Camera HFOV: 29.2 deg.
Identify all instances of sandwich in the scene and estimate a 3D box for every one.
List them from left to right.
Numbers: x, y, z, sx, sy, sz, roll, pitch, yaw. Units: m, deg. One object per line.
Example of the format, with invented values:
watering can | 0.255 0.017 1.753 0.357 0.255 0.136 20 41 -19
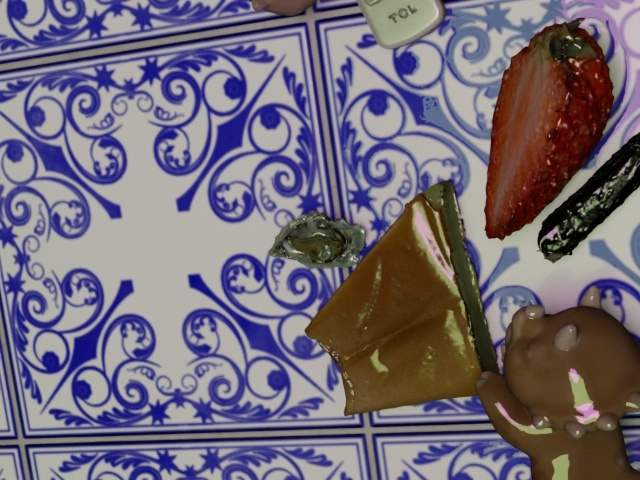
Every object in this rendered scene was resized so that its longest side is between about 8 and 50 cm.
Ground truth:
sandwich | 0.077 0.073 1.425 0.212 0.063 0.245 -13 94 23

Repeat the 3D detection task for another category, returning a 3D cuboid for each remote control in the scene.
remote control | 0.067 -0.311 1.377 0.087 0.029 0.190 -25 91 22

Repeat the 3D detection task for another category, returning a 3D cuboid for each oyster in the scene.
oyster | 0.000 0.001 1.462 0.100 0.037 0.098 24 127 -6

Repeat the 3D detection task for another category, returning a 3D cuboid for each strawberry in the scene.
strawberry | 0.251 -0.118 1.298 0.106 0.175 0.236 6 141 -12

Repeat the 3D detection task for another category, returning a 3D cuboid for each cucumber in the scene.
cucumber | 0.304 -0.050 1.328 0.053 0.053 0.181 44 110 8

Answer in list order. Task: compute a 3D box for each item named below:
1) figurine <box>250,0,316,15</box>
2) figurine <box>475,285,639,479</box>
figurine | -0.046 -0.311 1.365 0.125 0.138 0.125 -1 98 -5
figurine | 0.288 0.177 1.307 0.173 0.177 0.247 -28 78 40
